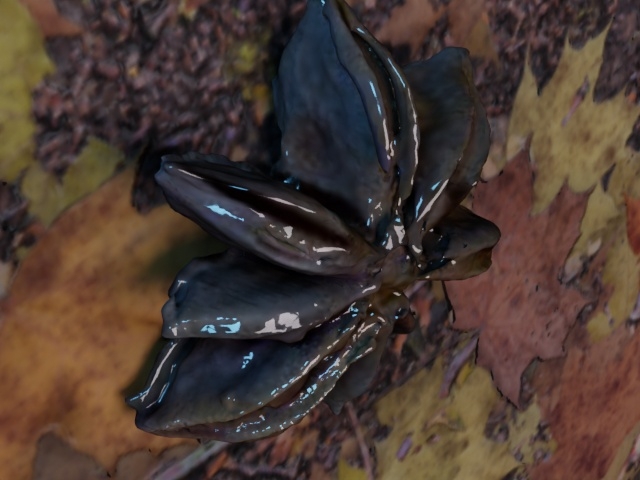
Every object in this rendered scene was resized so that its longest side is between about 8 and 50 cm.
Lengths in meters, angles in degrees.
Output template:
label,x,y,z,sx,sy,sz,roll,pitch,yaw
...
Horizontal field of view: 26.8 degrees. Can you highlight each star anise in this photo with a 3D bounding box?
label,x,y,z,sx,sy,sz,roll,pitch,yaw
star anise,0.000,0.000,0.626,0.236,0.093,0.229,-58,143,-1
